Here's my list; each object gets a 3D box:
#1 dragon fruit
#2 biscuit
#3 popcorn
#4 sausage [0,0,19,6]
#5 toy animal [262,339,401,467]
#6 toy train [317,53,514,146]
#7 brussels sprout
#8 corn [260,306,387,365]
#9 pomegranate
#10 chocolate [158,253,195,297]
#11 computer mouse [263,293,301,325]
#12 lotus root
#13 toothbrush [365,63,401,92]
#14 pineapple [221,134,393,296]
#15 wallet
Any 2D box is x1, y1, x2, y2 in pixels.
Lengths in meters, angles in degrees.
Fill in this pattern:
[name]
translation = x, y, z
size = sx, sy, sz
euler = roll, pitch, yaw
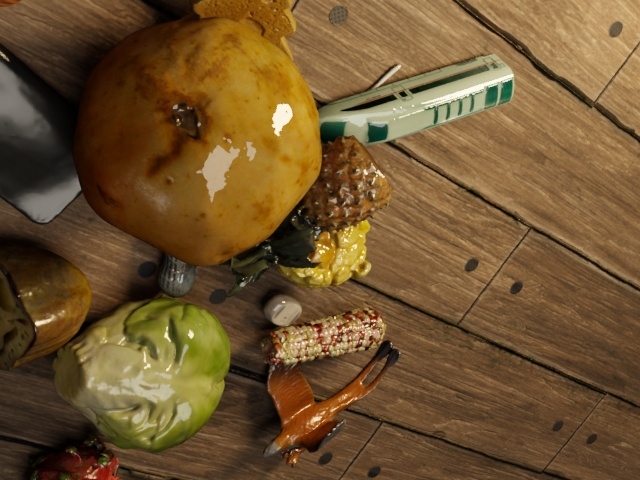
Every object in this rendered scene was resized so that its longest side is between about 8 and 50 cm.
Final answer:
[dragon fruit]
translation = -0.477, 0.462, 1.872
size = 0.172, 0.160, 0.166
euler = -40, 96, -19
[biscuit]
translation = -0.123, -0.356, 1.535
size = 0.212, 0.041, 0.239
euler = 11, 140, -19
[popcorn]
translation = 0.009, 0.014, 1.845
size = 0.194, 0.140, 0.163
euler = -41, 123, -12
[sausage]
translation = -0.469, -0.433, 1.301
size = 0.113, 0.113, 0.259
euler = -33, 129, -5
[toy animal]
translation = 0.004, 0.357, 2.103
size = 0.284, 0.225, 0.302
euler = -13, 142, -46
[toy train]
translation = 0.165, -0.240, 1.778
size = 0.407, 0.088, 0.086
euler = -19, 138, -18
[brussels sprout]
translation = -0.312, 0.247, 1.744
size = 0.316, 0.242, 0.274
euler = -19, 132, -24
[corn]
translation = 0.010, 0.196, 1.981
size = 0.280, 0.092, 0.092
euler = -8, 124, -29
[pomegranate]
translation = -0.182, -0.155, 1.499
size = 0.410, 0.410, 0.410
euler = -14, 126, -20
[chocolate]
translation = -0.253, 0.030, 1.749
size = 0.072, 0.072, 0.167
euler = -3, 124, -27
[computer mouse]
translation = -0.079, 0.136, 1.935
size = 0.066, 0.039, 0.096
euler = -49, 148, 8
[lotus root]
translation = -0.486, 0.093, 1.627
size = 0.188, 0.199, 0.180
euler = -31, 177, 42
[toothbrush]
translation = 0.083, -0.272, 1.772
size = 0.162, 0.014, 0.017
euler = -41, 116, 1
[pineapple]
translation = -0.043, -0.027, 1.705
size = 0.364, 0.165, 0.165
euler = -39, 131, 5
[wallet]
translation = -0.503, -0.188, 1.482
size = 0.197, 0.051, 0.377
euler = -44, 129, 1
